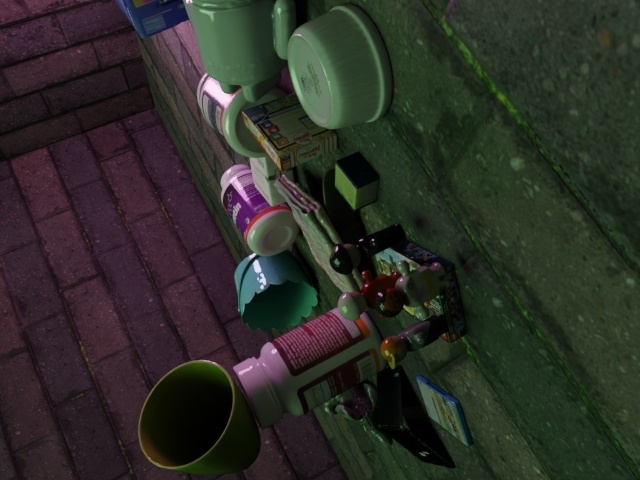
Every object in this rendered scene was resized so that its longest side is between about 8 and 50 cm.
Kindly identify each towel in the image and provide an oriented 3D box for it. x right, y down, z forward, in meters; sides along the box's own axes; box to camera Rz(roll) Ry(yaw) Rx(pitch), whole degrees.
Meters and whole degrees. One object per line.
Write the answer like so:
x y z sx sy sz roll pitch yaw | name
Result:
0.000 0.000 1.465 0.317 0.053 0.332 60 174 -27 | towel

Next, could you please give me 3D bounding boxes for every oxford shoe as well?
0.045 -0.074 1.318 0.076 0.076 0.212 -133 23 -61 | oxford shoe

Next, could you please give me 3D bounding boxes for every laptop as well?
0.257 0.493 1.573 0.264 0.136 0.234 37 161 3 | laptop

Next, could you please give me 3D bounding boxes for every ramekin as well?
0.026 -0.295 0.989 0.207 0.109 0.207 55 161 29 | ramekin

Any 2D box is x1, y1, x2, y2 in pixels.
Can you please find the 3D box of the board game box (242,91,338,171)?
-0.071 -0.254 1.281 0.193 0.146 0.045 54 160 35 | board game box

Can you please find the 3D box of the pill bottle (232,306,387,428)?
-0.031 0.352 1.585 0.224 0.392 0.224 55 161 30 | pill bottle

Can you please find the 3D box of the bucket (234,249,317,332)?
-0.165 0.169 1.972 0.281 0.281 0.183 84 163 -48 | bucket

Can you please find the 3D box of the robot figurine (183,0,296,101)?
-0.172 -0.474 1.183 0.300 0.200 0.353 20 142 24 | robot figurine

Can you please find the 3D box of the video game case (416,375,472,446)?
0.291 0.401 1.331 0.166 0.015 0.119 21 133 67 | video game case

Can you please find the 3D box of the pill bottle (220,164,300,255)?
-0.213 -0.110 1.862 0.323 0.181 0.181 52 159 37 | pill bottle

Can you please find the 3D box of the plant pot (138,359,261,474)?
-0.283 0.507 1.503 0.275 0.275 0.293 50 175 42 | plant pot

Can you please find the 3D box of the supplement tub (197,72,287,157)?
-0.202 -0.347 1.472 0.272 0.191 0.191 46 155 48 | supplement tub

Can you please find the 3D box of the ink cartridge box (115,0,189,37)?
-0.412 -0.696 1.480 0.395 0.270 0.151 53 165 35 | ink cartridge box

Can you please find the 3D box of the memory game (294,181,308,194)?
-0.045 -0.091 1.671 0.186 0.012 0.186 55 161 31 | memory game

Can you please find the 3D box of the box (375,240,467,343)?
0.193 0.087 1.131 0.233 0.044 0.159 34 145 60 | box

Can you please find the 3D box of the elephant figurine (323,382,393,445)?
0.130 0.540 1.844 0.239 0.186 0.169 28 98 48 | elephant figurine

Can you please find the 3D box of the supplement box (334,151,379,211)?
0.075 -0.123 1.176 0.083 0.056 0.083 55 161 30 | supplement box

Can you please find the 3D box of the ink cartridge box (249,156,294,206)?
-0.145 -0.225 1.634 0.148 0.086 0.203 51 155 43 | ink cartridge box

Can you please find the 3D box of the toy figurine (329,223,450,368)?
0.122 0.099 1.027 0.209 0.148 0.213 50 157 42 | toy figurine
